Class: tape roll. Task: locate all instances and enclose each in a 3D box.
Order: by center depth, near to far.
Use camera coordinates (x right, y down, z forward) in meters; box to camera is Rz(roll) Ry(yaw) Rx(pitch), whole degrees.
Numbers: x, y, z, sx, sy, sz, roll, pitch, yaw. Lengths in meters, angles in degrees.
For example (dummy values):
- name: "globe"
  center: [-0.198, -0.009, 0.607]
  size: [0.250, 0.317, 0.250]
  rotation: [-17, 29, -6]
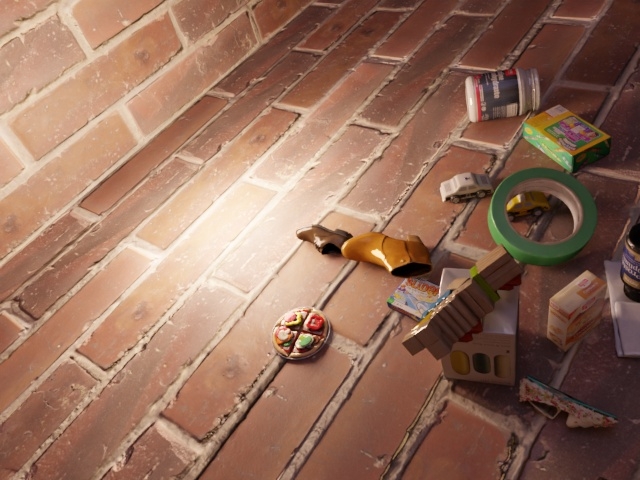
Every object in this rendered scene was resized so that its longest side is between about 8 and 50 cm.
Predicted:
- name: "tape roll"
  center: [0.706, -0.079, 1.744]
  size: [0.321, 0.077, 0.321]
  rotation: [-3, 64, 7]

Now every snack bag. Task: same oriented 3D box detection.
- name: "snack bag"
  center: [0.977, 0.180, 1.501]
  size: [0.323, 0.037, 0.343]
  rotation: [-1, 48, 20]

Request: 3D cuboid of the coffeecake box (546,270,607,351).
- name: "coffeecake box"
  center: [0.694, 0.194, 1.481]
  size: [0.142, 0.185, 0.068]
  rotation: [-33, 46, -12]

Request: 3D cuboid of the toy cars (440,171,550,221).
- name: "toy cars"
  center: [0.609, -0.173, 1.932]
  size: [0.393, 0.087, 0.176]
  rotation: [24, 59, 35]

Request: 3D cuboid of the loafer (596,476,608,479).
- name: "loafer"
  center: [0.584, 0.594, 1.230]
  size: [0.170, 0.062, 0.061]
  rotation: [-38, 42, -19]

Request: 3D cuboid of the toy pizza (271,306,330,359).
- name: "toy pizza"
  center: [-0.067, 0.294, 1.767]
  size: [0.201, 0.032, 0.201]
  rotation: [-10, 45, 10]

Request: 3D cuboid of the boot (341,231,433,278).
- name: "boot"
  center: [0.216, 0.056, 1.808]
  size: [0.295, 0.104, 0.211]
  rotation: [-5, 25, 5]

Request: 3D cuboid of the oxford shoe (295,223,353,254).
- name: "oxford shoe"
  center: [0.000, 0.000, 1.990]
  size: [0.227, 0.083, 0.096]
  rotation: [10, 56, 29]

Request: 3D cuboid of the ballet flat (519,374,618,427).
- name: "ballet flat"
  center: [0.617, 0.424, 1.379]
  size: [0.241, 0.091, 0.077]
  rotation: [21, 88, 39]

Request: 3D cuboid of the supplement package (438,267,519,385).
- name: "supplement package"
  center: [0.433, 0.235, 1.479]
  size: [0.199, 0.263, 0.198]
  rotation: [2, 49, 21]

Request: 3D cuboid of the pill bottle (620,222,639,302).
- name: "pill bottle"
  center: [0.880, 0.066, 1.467]
  size: [0.122, 0.219, 0.123]
  rotation: [-11, 41, 10]

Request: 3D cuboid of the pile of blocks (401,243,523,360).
- name: "pile of blocks"
  center: [0.359, 0.166, 1.329]
  size: [0.362, 0.149, 0.113]
  rotation: [-41, 91, -7]

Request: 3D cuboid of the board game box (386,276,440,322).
- name: "board game box"
  center: [0.329, 0.193, 1.719]
  size: [0.201, 0.035, 0.136]
  rotation: [23, 59, 36]

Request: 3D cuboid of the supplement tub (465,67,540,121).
- name: "supplement tub"
  center: [0.735, -0.593, 2.213]
  size: [0.272, 0.191, 0.191]
  rotation: [-7, 46, 14]

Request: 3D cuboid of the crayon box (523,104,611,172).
- name: "crayon box"
  center: [0.911, -0.385, 2.030]
  size: [0.165, 0.081, 0.278]
  rotation: [-26, 45, -5]
